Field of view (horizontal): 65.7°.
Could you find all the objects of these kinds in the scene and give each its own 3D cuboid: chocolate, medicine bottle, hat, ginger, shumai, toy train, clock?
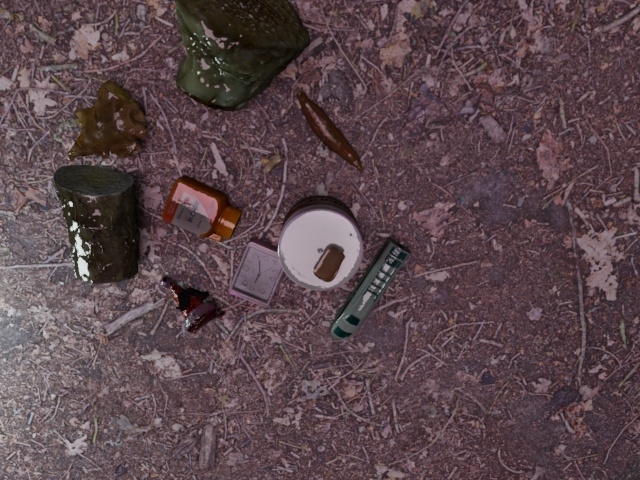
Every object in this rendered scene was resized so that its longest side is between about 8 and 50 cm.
[{"bbox_3d":[0.028,0.067,1.410,0.064,0.031,0.100,28,100,10],"label":"chocolate"},{"bbox_3d":[0.000,0.000,1.531,0.253,0.241,0.252,0,106,-1],"label":"medicine bottle"},{"bbox_3d":[-0.444,0.201,1.664,0.227,0.129,0.140,46,58,5],"label":"hat"},{"bbox_3d":[-0.649,-0.330,1.501,0.270,0.123,0.219,-41,99,19],"label":"ginger"},{"bbox_3d":[-0.249,-0.529,1.381,0.324,0.397,0.323,46,132,8],"label":"shumai"},{"bbox_3d":[0.157,0.185,1.661,0.086,0.088,0.407,30,104,-9],"label":"toy train"},{"bbox_3d":[-0.368,-0.094,1.567,0.222,0.112,0.149,25,103,-7],"label":"medicine bottle"},{"bbox_3d":[-0.201,0.108,1.649,0.150,0.063,0.197,23,103,-6],"label":"clock"}]

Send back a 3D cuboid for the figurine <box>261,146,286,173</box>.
[{"bbox_3d":[-0.153,-0.254,1.567,0.083,0.047,0.050,-36,88,16],"label":"figurine"}]

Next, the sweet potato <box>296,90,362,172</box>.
[{"bbox_3d":[0.024,-0.328,1.535,0.072,0.066,0.314,-35,105,15],"label":"sweet potato"}]

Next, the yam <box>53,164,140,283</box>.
[{"bbox_3d":[-0.673,-0.046,1.518,0.241,0.241,0.348,0,110,-1],"label":"yam"}]
